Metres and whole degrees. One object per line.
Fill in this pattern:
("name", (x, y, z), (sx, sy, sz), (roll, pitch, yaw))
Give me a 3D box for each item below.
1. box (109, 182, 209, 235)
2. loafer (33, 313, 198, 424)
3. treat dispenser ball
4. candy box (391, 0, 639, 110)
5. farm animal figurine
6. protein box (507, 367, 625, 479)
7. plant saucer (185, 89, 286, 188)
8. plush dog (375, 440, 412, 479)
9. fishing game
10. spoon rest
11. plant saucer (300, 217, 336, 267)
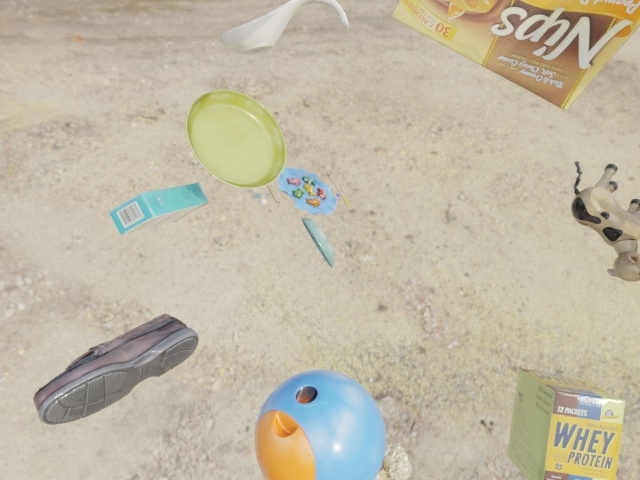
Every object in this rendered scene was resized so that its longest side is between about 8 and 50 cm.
("box", (-0.366, -0.078, 1.201), (0.100, 0.060, 0.244), (-26, 4, 18))
("loafer", (-0.362, 0.217, 0.918), (0.095, 0.109, 0.302), (37, 35, 25))
("treat dispenser ball", (0.000, 0.430, 1.130), (0.288, 0.288, 0.288), (-2, 39, 1))
("candy box", (0.287, -0.351, 0.761), (0.316, 0.183, 0.088), (26, 44, -5))
("farm animal figurine", (0.544, 0.026, 0.738), (0.172, 0.327, 0.330), (-40, 21, -23))
("protein box", (0.494, 0.391, 1.061), (0.135, 0.201, 0.200), (8, -1, 2))
("plant saucer", (-0.188, -0.220, 1.148), (0.240, 0.037, 0.241), (13, 65, -30))
("plush dog", (0.094, 0.654, 1.375), (0.210, 0.226, 0.262), (10, -17, -37))
("fishing game", (-0.033, -0.142, 1.420), (0.264, 0.041, 0.189), (0, 50, -39))
("spoon rest", (-0.082, -0.460, 1.098), (0.276, 0.084, 0.137), (-11, 12, 4))
("plant saucer", (0.000, 0.000, 1.044), (0.021, 0.119, 0.119), (-31, 43, -4))
